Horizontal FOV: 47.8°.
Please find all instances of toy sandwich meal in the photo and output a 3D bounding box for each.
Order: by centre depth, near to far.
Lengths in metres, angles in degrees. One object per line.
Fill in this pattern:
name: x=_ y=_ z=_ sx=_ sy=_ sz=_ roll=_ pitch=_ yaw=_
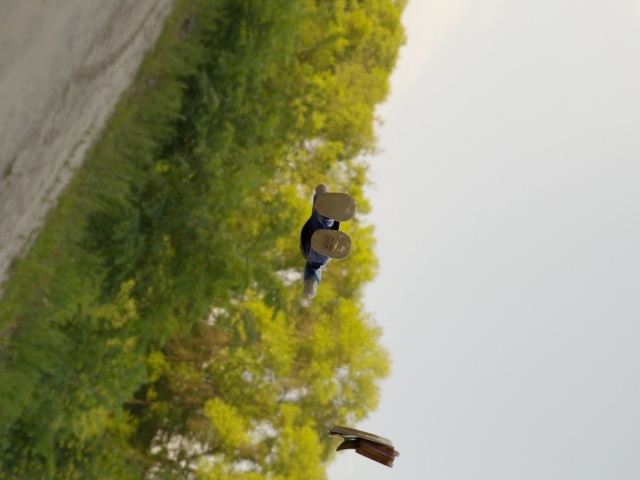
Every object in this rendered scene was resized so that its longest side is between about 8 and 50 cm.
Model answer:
toy sandwich meal: x=0.047 y=0.231 z=0.805 sx=0.085 sy=0.085 sz=0.029 roll=132 pitch=-25 yaw=-69

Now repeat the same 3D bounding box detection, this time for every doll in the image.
doll: x=0.000 y=0.000 z=0.788 sx=0.189 sy=0.046 sz=0.129 roll=139 pitch=-41 yaw=-82
